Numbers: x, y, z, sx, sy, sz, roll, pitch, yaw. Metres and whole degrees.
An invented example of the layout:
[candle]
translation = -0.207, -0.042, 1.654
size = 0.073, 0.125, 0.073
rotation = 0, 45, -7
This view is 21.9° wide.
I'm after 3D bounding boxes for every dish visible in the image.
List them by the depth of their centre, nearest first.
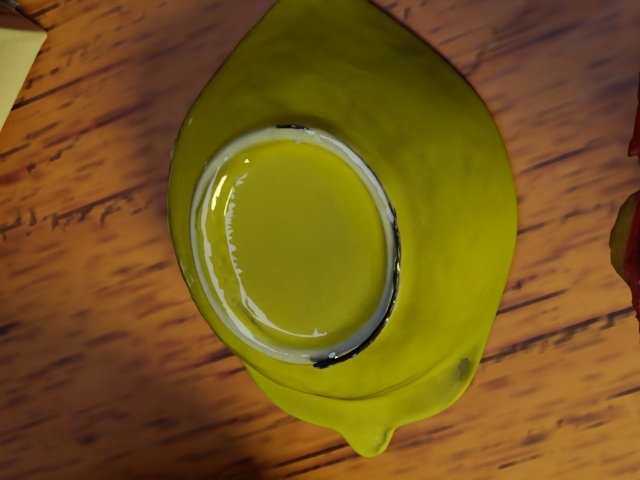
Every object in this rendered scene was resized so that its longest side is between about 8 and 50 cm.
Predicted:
[dish]
translation = 0.000, 0.000, 0.664
size = 0.149, 0.080, 0.208
rotation = -5, 101, 19

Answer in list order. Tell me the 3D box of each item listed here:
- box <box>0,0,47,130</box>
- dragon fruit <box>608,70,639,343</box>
[box]
translation = -0.233, -0.001, 0.645
size = 0.106, 0.203, 0.252
rotation = 29, 99, 8
[dragon fruit]
translation = 0.233, -0.028, 0.500
size = 0.243, 0.227, 0.307
rotation = 28, 107, -21
